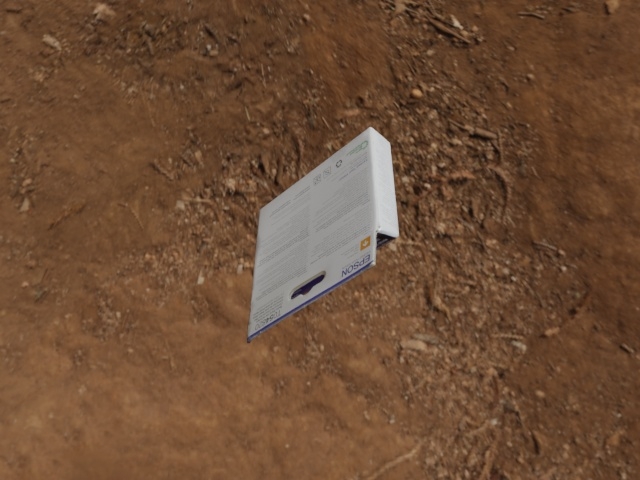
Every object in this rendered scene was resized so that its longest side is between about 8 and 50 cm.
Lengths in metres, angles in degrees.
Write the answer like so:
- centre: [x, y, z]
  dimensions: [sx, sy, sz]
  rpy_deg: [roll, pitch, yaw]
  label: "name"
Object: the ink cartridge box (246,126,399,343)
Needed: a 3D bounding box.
- centre: [0.000, 0.000, 0.861]
  dimensions: [0.045, 0.223, 0.223]
  rpy_deg: [33, 131, -31]
  label: "ink cartridge box"
